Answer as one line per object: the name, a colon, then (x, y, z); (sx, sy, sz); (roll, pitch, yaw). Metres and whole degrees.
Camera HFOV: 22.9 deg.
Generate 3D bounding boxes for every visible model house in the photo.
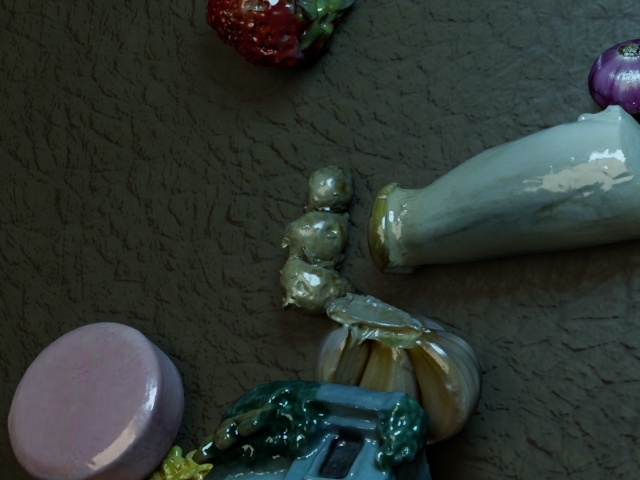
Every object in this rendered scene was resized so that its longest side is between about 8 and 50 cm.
model house: (-0.051, 0.358, 1.849); (0.295, 0.251, 0.329); (7, 39, 26)

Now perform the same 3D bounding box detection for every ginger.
ginger: (0.000, 0.000, 2.087); (0.104, 0.080, 0.204); (6, 80, -6)

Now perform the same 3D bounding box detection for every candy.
candy: (-0.311, 0.232, 2.143); (0.255, 0.094, 0.255); (-14, 55, 21)

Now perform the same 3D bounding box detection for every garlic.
garlic: (0.102, 0.161, 1.954); (0.214, 0.160, 0.191); (12, 117, 14)

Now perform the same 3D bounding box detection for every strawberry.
strawberry: (-0.068, -0.322, 2.148); (0.202, 0.184, 0.186); (3, 75, 36)

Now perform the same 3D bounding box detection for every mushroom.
mushroom: (0.248, -0.053, 1.942); (0.408, 0.154, 0.137); (-11, 29, 22)

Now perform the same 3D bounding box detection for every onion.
onion: (0.388, -0.195, 1.940); (0.115, 0.104, 0.115); (-14, 28, 8)

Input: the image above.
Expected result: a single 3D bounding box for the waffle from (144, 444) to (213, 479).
waffle: (-0.220, 0.398, 2.112); (0.281, 0.060, 0.262); (21, 85, 27)
